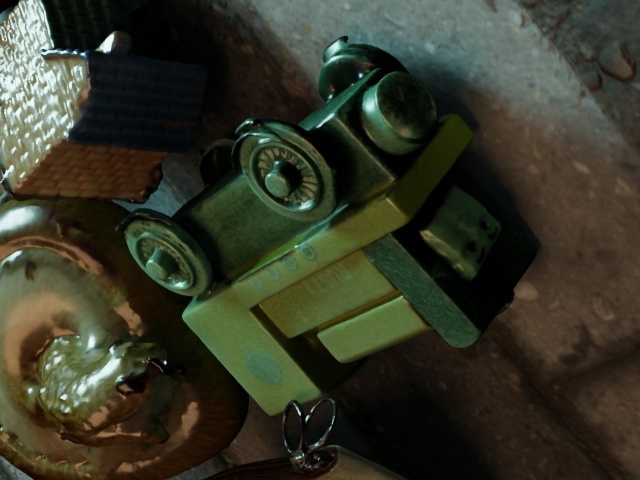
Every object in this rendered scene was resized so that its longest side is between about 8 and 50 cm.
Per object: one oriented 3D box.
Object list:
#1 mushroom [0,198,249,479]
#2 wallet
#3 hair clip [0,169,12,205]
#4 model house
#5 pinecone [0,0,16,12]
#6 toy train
[{"bbox_3d":[-0.245,0.111,1.373,0.345,0.259,0.345,7,109,20],"label":"mushroom"},{"bbox_3d":[0.012,0.265,1.348,0.275,0.068,0.335,29,148,-23],"label":"wallet"},{"bbox_3d":[-0.351,-0.105,1.426,0.116,0.172,0.049,37,-177,6],"label":"hair clip"},{"bbox_3d":[-0.199,-0.151,1.227,0.172,0.166,0.183,-42,62,39],"label":"model house"},{"bbox_3d":[-0.385,-0.244,1.317,0.169,0.186,0.212,20,117,50],"label":"pinecone"},{"bbox_3d":[0.000,0.000,1.171,0.253,0.160,0.397,49,141,-9],"label":"toy train"}]
